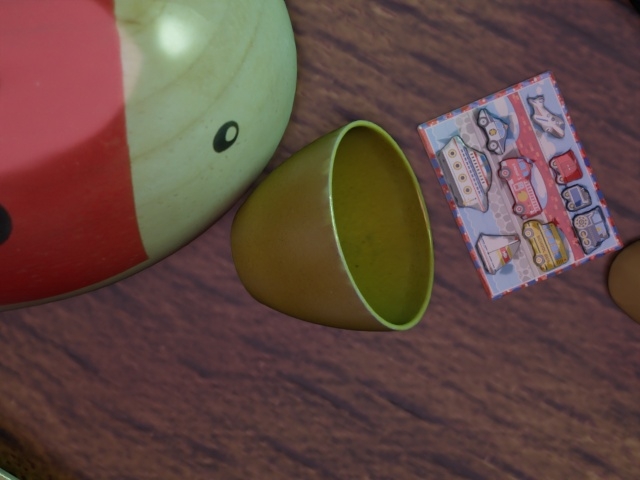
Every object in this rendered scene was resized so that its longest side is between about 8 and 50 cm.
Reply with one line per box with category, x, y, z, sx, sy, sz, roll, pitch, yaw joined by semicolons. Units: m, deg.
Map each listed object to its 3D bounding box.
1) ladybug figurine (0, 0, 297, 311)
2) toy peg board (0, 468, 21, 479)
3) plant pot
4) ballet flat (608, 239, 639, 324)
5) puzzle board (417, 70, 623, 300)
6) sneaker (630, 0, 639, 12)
ladybug figurine;-0.241;-0.099;0.982;0.449;0.162;0.305;-7;95;3
toy peg board;-0.248;0.219;1.059;0.161;0.079;0.161;34;89;-17
plant pot;0.000;0.000;1.010;0.095;0.134;0.134;-14;95;28
ballet flat;0.303;0.050;1.021;0.232;0.073;0.080;16;95;1
puzzle board;0.133;-0.036;1.050;0.096;0.011;0.128;-23;94;4
sneaker;0.221;-0.222;0.995;0.121;0.079;0.217;-25;95;3
